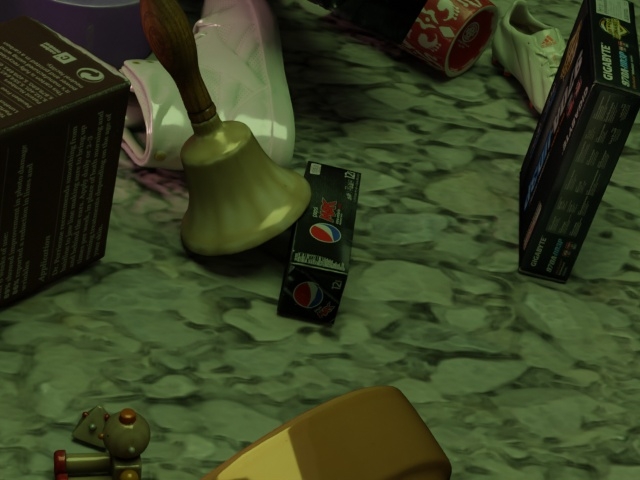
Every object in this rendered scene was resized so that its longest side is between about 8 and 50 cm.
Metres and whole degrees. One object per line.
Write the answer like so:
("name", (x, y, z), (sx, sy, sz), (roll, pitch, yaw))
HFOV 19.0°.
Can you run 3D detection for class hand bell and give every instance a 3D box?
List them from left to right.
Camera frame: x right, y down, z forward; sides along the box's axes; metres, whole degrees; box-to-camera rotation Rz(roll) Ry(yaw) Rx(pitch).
("hand bell", (-0.106, -0.119, 1.663), (0.126, 0.242, 0.126), (-16, 32, 10))

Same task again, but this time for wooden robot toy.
("wooden robot toy", (-0.156, 0.163, 1.425), (0.076, 0.079, 0.173), (3, 36, -16))

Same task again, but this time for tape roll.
("tape roll", (-0.253, -0.255, 1.966), (0.189, 0.080, 0.189), (9, 35, -6))

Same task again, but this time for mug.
("mug", (0.112, -0.266, 2.086), (0.169, 0.113, 0.150), (37, 43, 24))

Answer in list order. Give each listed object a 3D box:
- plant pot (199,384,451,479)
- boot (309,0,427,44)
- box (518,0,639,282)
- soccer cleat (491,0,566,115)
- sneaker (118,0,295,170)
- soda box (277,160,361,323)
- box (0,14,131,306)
("plant pot", (0.000, 0.260, 1.202), (0.291, 0.291, 0.203), (-24, 67, -41))
("boot", (-0.130, -0.351, 1.942), (0.367, 0.146, 0.445), (13, 18, -33))
("box", (0.242, -0.098, 1.802), (0.051, 0.220, 0.175), (14, 36, -4))
("soccer cleat", (0.245, -0.181, 2.041), (0.068, 0.076, 0.196), (-10, 42, -30))
("sneaker", (-0.129, -0.169, 1.867), (0.169, 0.108, 0.292), (6, 37, -17))
("soda box", (0.000, 0.000, 1.720), (0.053, 0.060, 0.169), (14, 34, -3))
("box", (-0.339, -0.025, 1.526), (0.143, 0.191, 0.381), (32, 38, 26))
